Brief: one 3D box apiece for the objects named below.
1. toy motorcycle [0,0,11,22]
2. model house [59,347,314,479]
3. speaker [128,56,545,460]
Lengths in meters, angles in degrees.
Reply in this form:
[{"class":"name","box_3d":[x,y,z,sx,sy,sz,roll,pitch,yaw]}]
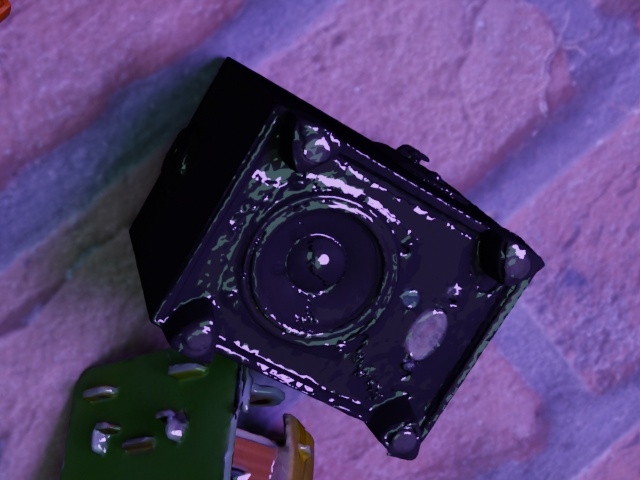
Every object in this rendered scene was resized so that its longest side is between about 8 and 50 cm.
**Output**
[{"class":"toy motorcycle","box_3d":[-0.377,-0.198,0.811,0.325,0.148,0.221,24,76,-12]},{"class":"model house","box_3d":[-0.090,0.290,1.028,0.323,0.340,0.301,27,58,-41]},{"class":"speaker","box_3d":[0.000,0.000,0.894,0.232,0.254,0.184,28,99,-19]}]
